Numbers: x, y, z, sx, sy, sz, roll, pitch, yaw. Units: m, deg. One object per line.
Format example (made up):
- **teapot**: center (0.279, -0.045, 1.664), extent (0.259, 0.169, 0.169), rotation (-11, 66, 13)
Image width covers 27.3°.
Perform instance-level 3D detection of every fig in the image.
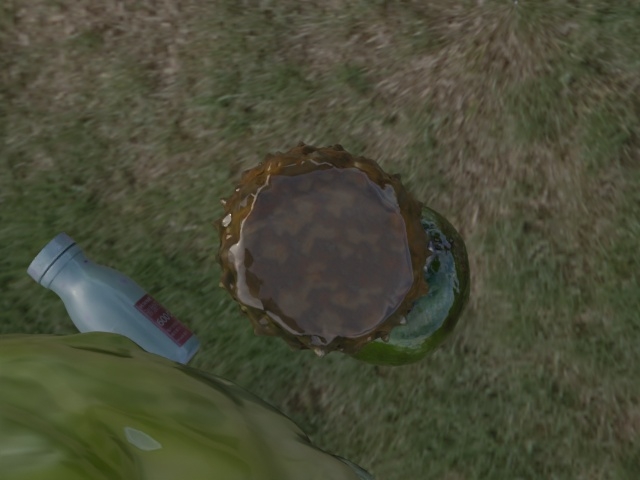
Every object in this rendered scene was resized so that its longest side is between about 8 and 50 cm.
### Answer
- **fig**: center (0.088, 0.074, 1.630), extent (0.203, 0.235, 0.203), rotation (-3, 66, 6)

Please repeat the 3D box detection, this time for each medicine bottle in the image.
- **medicine bottle**: center (-0.250, 0.085, 1.587), extent (0.216, 0.090, 0.090), rotation (42, 103, 1)

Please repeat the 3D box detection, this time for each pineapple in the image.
- **pineapple**: center (0.000, 0.000, 1.080), extent (0.169, 0.340, 0.169), rotation (0, 93, -2)

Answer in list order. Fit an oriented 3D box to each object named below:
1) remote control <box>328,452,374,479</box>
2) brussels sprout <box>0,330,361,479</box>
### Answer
- **remote control**: center (0.010, 0.305, 1.196), extent (0.098, 0.038, 0.233), rotation (14, 116, 39)
- **brussels sprout**: center (-0.099, 0.165, 0.439), extent (0.273, 0.316, 0.243), rotation (0, 117, -29)
